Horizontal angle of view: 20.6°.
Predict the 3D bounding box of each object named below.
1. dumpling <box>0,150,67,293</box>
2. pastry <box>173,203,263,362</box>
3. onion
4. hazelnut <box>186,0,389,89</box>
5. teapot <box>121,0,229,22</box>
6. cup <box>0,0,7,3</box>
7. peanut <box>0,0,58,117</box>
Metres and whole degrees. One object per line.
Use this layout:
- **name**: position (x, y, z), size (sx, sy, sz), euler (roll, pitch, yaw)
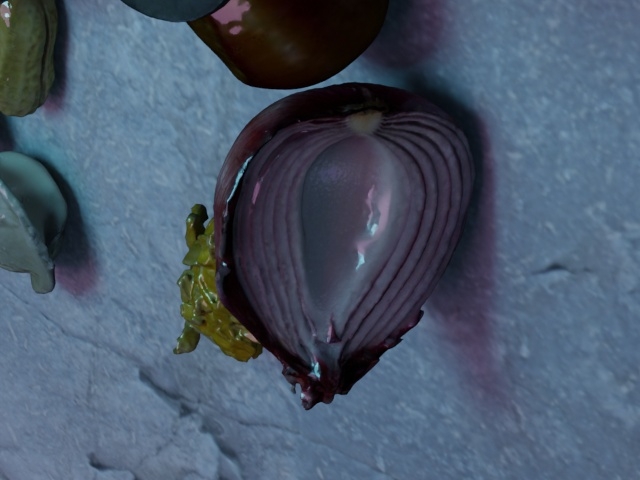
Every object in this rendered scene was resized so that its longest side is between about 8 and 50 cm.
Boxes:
- **dumpling**: position (-0.319, -0.021, 1.878), size (0.150, 0.092, 0.176), euler (48, 141, 14)
- **pastry**: position (-0.064, 0.022, 1.640), size (0.154, 0.102, 0.250), euler (44, 138, -4)
- **onion**: position (0.000, 0.000, 1.469), size (0.120, 0.227, 0.284), euler (43, 126, 57)
- **hazelnut**: position (-0.037, -0.227, 1.407), size (0.178, 0.178, 0.204), euler (-53, 45, 49)
- **teapot**: position (-0.010, -0.268, 1.209), size (0.270, 0.337, 0.200), euler (41, 139, 16)
- **cup**: position (-0.279, -0.334, 1.535), size (0.317, 0.212, 0.212), euler (-20, 100, 51)
- **peanut**: position (-0.303, -0.202, 1.758), size (0.080, 0.080, 0.174), euler (34, 132, 25)
